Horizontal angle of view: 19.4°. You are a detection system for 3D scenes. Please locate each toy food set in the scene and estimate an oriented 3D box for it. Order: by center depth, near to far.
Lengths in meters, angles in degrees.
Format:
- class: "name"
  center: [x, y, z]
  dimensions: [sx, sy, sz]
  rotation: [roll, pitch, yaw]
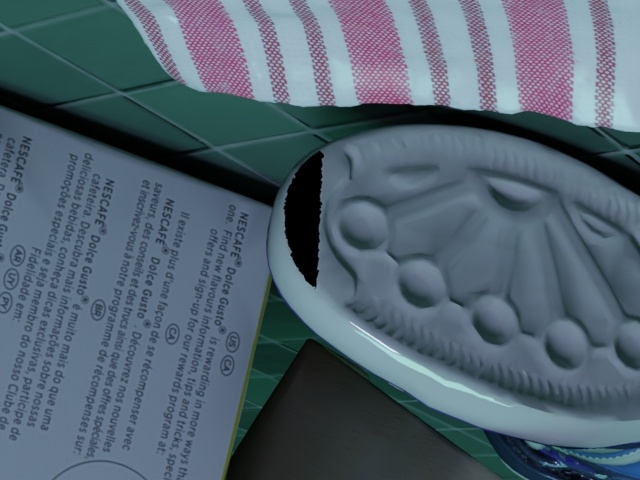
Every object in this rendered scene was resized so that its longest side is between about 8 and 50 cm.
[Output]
- class: "toy food set"
  center: [0.004, 0.184, 0.875]
  dimensions: [0.092, 0.219, 0.306]
  rotation: [34, 178, -21]

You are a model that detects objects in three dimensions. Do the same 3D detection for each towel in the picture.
- class: "towel"
  center: [0.025, -0.070, 0.523]
  dimensions: [0.197, 0.029, 0.144]
  rotation: [5, 160, 16]

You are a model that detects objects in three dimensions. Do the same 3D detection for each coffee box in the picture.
- class: "coffee box"
  center: [-0.260, 0.121, 0.926]
  dimensions: [0.334, 0.338, 0.338]
  rotation: [20, 160, -22]

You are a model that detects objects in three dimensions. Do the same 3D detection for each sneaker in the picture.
- class: "sneaker"
  center: [0.090, 0.058, 0.885]
  dimensions: [0.323, 0.130, 0.236]
  rotation: [12, 158, -21]

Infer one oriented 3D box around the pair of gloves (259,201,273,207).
- class: "pair of gloves"
  center: [0.000, 0.000, 0.953]
  dimensions: [0.074, 0.010, 0.083]
  rotation: [12, 162, -4]
